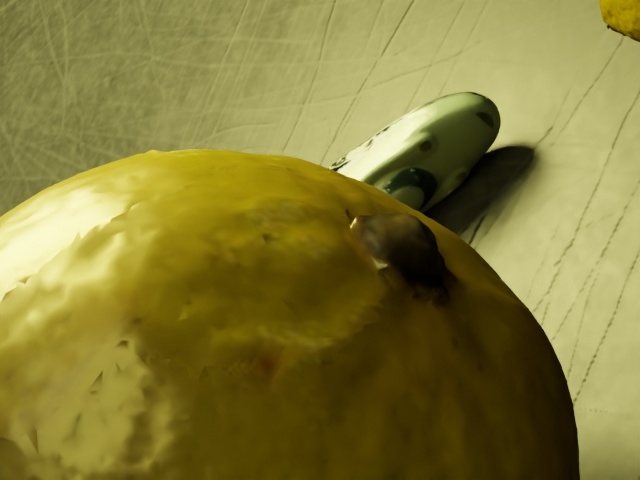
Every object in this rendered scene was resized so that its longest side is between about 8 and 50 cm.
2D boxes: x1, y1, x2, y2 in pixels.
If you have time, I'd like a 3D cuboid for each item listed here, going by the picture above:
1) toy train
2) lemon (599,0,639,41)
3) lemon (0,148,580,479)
[{"bbox_3d":[0.000,0.000,0.833,0.234,0.052,0.051,-32,46,23],"label":"toy train"},{"bbox_3d":[0.175,-0.126,0.745,0.092,0.065,0.065,-20,49,34],"label":"lemon"},{"bbox_3d":[-0.045,0.110,0.611,0.297,0.297,0.297,-26,45,30],"label":"lemon"}]
